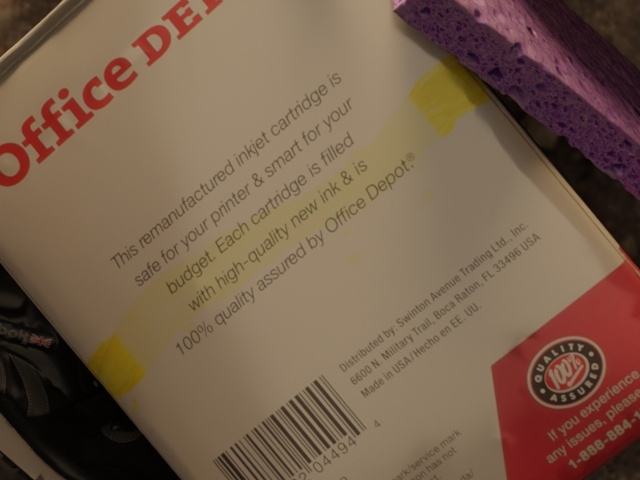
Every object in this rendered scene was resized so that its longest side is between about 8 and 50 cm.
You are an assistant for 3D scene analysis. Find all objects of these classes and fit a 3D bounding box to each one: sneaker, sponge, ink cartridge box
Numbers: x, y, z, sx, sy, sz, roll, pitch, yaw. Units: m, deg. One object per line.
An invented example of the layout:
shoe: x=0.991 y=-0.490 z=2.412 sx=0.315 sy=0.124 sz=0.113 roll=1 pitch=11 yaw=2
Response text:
sneaker: x=-0.173 y=0.079 z=0.836 sx=0.283 sy=0.107 sz=0.124 roll=35 pitch=96 yaw=2
sponge: x=0.122 y=-0.108 z=0.710 sx=0.210 sy=0.117 sz=0.031 roll=33 pitch=122 yaw=-27
ink cartridge box: x=0.000 y=0.000 z=0.766 sx=0.279 sy=0.160 sz=0.384 roll=-39 pitch=91 yaw=11
